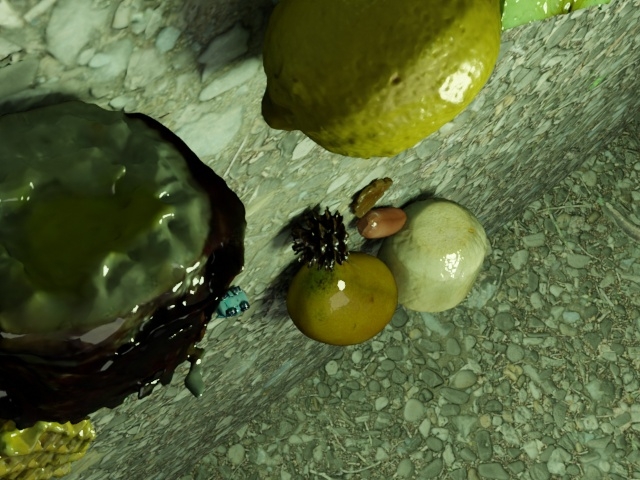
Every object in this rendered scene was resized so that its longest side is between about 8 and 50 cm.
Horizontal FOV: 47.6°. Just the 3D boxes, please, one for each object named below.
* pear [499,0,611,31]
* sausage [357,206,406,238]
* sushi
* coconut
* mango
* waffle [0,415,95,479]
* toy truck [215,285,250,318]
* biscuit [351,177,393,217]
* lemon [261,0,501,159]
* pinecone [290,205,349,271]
[{"bbox_3d":[0.328,-0.449,1.037,0.288,0.139,0.239,-23,142,-33],"label":"pear"},{"bbox_3d":[0.152,-0.044,1.784,0.077,0.077,0.194,-48,161,27],"label":"sausage"},{"bbox_3d":[-0.250,0.031,0.783,0.299,0.281,0.294,-13,152,-27],"label":"sushi"},{"bbox_3d":[0.296,0.049,1.966,0.329,0.329,0.329,-36,163,-13],"label":"coconut"},{"bbox_3d":[0.049,0.139,1.804,0.264,0.221,0.378,-38,153,10],"label":"mango"},{"bbox_3d":[-0.523,0.346,1.230,0.261,0.151,0.324,-38,167,-21],"label":"waffle"},{"bbox_3d":[-0.200,0.142,1.563,0.073,0.056,0.090,-20,168,-37],"label":"toy truck"},{"bbox_3d":[0.107,-0.095,1.648,0.119,0.019,0.130,-27,158,-37],"label":"biscuit"},{"bbox_3d":[0.066,-0.225,0.847,0.320,0.245,0.245,-33,165,11],"label":"lemon"},{"bbox_3d":[0.001,0.001,1.489,0.121,0.140,0.140,-11,162,1],"label":"pinecone"}]
